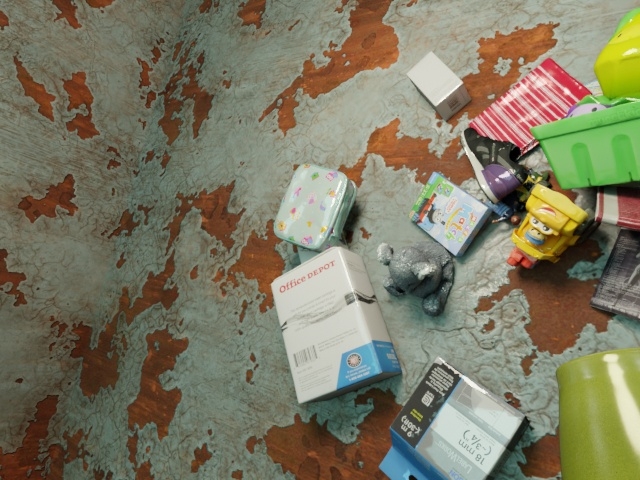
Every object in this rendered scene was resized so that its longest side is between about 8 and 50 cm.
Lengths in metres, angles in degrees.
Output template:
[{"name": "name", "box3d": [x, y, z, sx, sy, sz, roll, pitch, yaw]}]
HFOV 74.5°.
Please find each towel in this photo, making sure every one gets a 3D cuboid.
[{"name": "towel", "box3d": [0.747, -0.044, 0.850, 0.329, 0.237, 0.037, 14, 118, 28]}, {"name": "towel", "box3d": [0.579, -0.360, 1.183, 0.275, 0.031, 0.199, -40, 54, 26]}]

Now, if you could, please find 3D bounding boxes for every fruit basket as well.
[{"name": "fruit basket", "box3d": [0.682, -0.319, 0.903, 0.392, 0.283, 0.392, 30, 129, 46]}]

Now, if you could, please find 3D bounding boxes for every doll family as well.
[{"name": "doll family", "box3d": [0.536, -0.118, 1.136, 0.193, 0.076, 0.111, -52, 58, 17]}]

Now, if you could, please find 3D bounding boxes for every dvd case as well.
[{"name": "dvd case", "box3d": [0.725, 0.070, 0.937, 0.164, 0.018, 0.221, 22, 90, 61]}]

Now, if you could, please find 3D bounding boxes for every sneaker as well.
[{"name": "sneaker", "box3d": [0.481, -0.230, 1.153, 0.124, 0.107, 0.283, -34, 41, 30]}]

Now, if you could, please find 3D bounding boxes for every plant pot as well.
[{"name": "plant pot", "box3d": [0.613, 0.398, 0.775, 0.366, 0.366, 0.353, -19, 54, 29]}]

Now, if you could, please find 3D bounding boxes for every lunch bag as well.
[{"name": "lunch bag", "box3d": [-0.014, -0.096, 1.370, 0.224, 0.108, 0.279, 19, 86, 29]}]

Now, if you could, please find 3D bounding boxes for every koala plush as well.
[{"name": "koala plush", "box3d": [0.258, 0.077, 1.171, 0.196, 0.221, 0.203, 28, 92, 38]}]

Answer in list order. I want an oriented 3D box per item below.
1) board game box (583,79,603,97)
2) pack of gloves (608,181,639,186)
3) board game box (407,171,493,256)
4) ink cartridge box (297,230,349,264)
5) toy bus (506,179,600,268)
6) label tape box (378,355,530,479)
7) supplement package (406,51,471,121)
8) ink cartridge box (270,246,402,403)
[{"name": "board game box", "box3d": [0.726, -0.369, 1.106, 0.154, 0.026, 0.103, -17, 66, 30]}, {"name": "pack of gloves", "box3d": [0.798, -0.236, 0.971, 0.195, 0.046, 0.232, 13, 98, 55]}, {"name": "board game box", "box3d": [0.369, -0.080, 1.222, 0.211, 0.039, 0.160, 47, 120, 40]}, {"name": "ink cartridge box", "box3d": [0.000, 0.000, 1.456, 0.154, 0.093, 0.212, -29, 59, 25]}, {"name": "toy bus", "box3d": [0.535, -0.016, 1.017, 0.149, 0.220, 0.211, 47, 109, 30]}, {"name": "label tape box", "box3d": [0.308, 0.498, 1.032, 0.240, 0.106, 0.334, 31, 81, 40]}, {"name": "supplement package", "box3d": [0.376, -0.490, 1.339, 0.105, 0.105, 0.179, -40, 58, 19]}, {"name": "ink cartridge box", "box3d": [0.037, 0.260, 1.301, 0.285, 0.166, 0.395, -29, 62, 24]}]
